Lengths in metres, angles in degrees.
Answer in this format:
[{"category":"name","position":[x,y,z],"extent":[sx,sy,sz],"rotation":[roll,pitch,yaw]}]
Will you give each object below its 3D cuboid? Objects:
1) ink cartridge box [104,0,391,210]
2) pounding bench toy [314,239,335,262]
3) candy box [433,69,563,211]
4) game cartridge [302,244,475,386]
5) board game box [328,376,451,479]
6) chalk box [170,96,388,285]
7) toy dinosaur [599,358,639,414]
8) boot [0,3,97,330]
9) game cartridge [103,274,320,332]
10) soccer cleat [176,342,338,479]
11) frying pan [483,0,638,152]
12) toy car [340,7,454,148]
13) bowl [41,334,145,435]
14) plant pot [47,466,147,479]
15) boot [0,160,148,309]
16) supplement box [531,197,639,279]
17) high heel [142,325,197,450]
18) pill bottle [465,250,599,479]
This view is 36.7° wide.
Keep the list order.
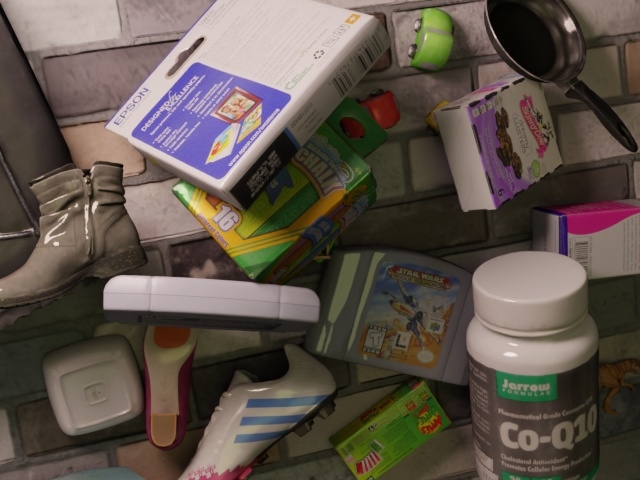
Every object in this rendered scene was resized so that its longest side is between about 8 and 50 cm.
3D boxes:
[{"category":"ink cartridge box","position":[-0.107,-0.209,1.311],"extent":[0.303,0.307,0.072],"rotation":[-51,132,-11]},{"category":"pounding bench toy","position":[0.000,0.000,1.502],"extent":[0.083,0.052,0.065],"rotation":[-2,100,-15]},{"category":"candy box","position":[0.281,-0.157,1.497],"extent":[0.196,0.070,0.164],"rotation":[-30,108,-38]},{"category":"game cartridge","position":[0.136,0.114,1.560],"extent":[0.297,0.062,0.198],"rotation":[13,100,-17]},{"category":"board game box","position":[0.115,0.315,1.593],"extent":[0.181,0.043,0.092],"rotation":[-36,107,-6]},{"category":"chalk box","position":[-0.035,-0.089,1.382],"extent":[0.289,0.179,0.180],"rotation":[-44,78,-3]},{"category":"toy dinosaur","position":[0.482,0.242,1.662],"extent":[0.211,0.064,0.112],"rotation":[-2,103,-41]},{"category":"boot","position":[-0.519,-0.091,1.293],"extent":[0.367,0.146,0.445],"rotation":[-29,112,-21]},{"category":"game cartridge","position":[-0.156,0.092,1.362],"extent":[0.294,0.196,0.060],"rotation":[4,82,-11]},{"category":"soccer cleat","position":[-0.128,0.291,1.504],"extent":[0.331,0.116,0.143],"rotation":[-38,85,-4]},{"category":"frying pan","position":[0.380,-0.288,1.510],"extent":[0.326,0.053,0.197],"rotation":[36,55,-13]},{"category":"toy car","position":[0.162,-0.250,1.500],"extent":[0.239,0.053,0.225],"rotation":[10,97,-16]},{"category":"bowl","position":[-0.340,0.222,1.453],"extent":[0.142,0.053,0.142],"rotation":[-16,102,-12]},{"category":"plant pot","position":[-0.334,0.469,1.408],"extent":[0.252,0.248,0.247],"rotation":[-32,107,-26]},{"category":"boot","position":[-0.359,-0.009,1.278],"extent":[0.246,0.083,0.161],"rotation":[-22,97,-32]},{"category":"supplement box","position":[0.472,-0.004,1.595],"extent":[0.220,0.114,0.111],"rotation":[-5,100,-13]},{"category":"high heel","position":[-0.230,0.199,1.487],"extent":[0.082,0.117,0.244],"rotation":[-1,79,-7]},{"category":"pill bottle","position":[0.334,0.213,1.517],"extent":[0.204,0.204,0.361],"rotation":[-14,115,-12]}]
